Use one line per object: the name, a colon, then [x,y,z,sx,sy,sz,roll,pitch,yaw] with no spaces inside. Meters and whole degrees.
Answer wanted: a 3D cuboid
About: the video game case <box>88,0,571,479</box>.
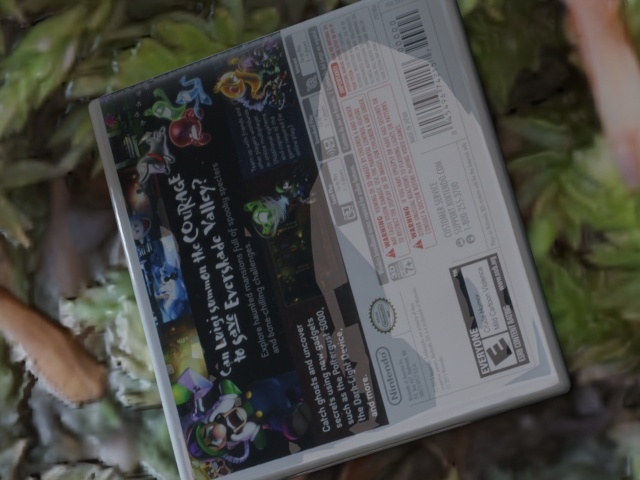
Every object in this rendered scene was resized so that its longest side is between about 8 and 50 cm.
video game case: [0.000,0.000,0.865,0.173,0.022,0.190,-19,76,13]
